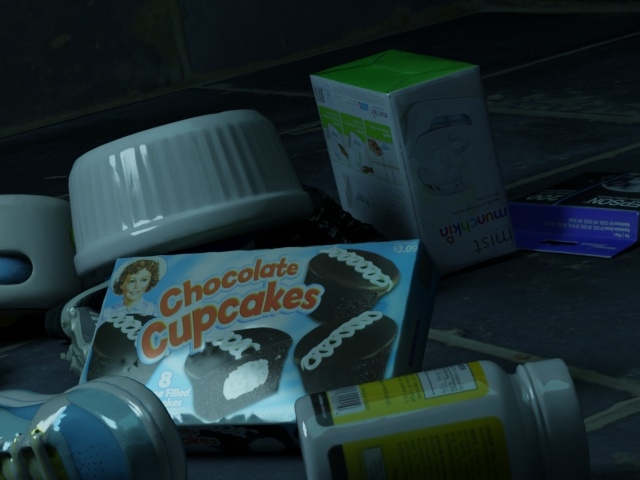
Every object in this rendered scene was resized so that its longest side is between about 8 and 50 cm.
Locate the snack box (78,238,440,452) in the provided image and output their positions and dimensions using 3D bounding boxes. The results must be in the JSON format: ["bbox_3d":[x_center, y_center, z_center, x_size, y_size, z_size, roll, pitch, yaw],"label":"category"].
[{"bbox_3d":[-0.061,0.098,1.643,0.322,0.060,0.187,-4,54,26],"label":"snack box"}]

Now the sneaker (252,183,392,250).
[{"bbox_3d":[0.000,0.000,2.083,0.283,0.124,0.107,2,18,41],"label":"sneaker"}]

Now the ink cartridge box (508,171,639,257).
[{"bbox_3d":[0.331,-0.035,2.153,0.208,0.045,0.206,-23,18,-38],"label":"ink cartridge box"}]

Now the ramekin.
[{"bbox_3d":[-0.151,-0.053,1.979,0.273,0.127,0.273,-16,-3,-1],"label":"ramekin"}]

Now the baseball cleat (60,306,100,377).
[{"bbox_3d":[-0.213,0.120,1.910,0.109,0.072,0.206,1,15,-14],"label":"baseball cleat"}]

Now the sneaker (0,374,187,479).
[{"bbox_3d":[-0.260,0.198,1.445,0.208,0.127,0.319,-21,5,-38],"label":"sneaker"}]

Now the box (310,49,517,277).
[{"bbox_3d":[0.105,-0.094,2.163,0.127,0.231,0.262,-19,15,-16],"label":"box"}]

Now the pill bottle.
[{"bbox_3d":[0.091,0.157,1.371,0.209,0.119,0.119,-11,13,-2],"label":"pill bottle"}]

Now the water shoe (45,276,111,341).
[{"bbox_3d":[-0.233,0.064,2.112,0.203,0.073,0.080,-19,7,-43],"label":"water shoe"}]

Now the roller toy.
[{"bbox_3d":[-0.379,0.031,2.147,0.209,0.146,0.191,-11,-11,42],"label":"roller toy"}]

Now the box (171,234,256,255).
[{"bbox_3d":[-0.144,0.051,2.018,0.126,0.072,0.137,-15,-4,-23],"label":"box"}]
